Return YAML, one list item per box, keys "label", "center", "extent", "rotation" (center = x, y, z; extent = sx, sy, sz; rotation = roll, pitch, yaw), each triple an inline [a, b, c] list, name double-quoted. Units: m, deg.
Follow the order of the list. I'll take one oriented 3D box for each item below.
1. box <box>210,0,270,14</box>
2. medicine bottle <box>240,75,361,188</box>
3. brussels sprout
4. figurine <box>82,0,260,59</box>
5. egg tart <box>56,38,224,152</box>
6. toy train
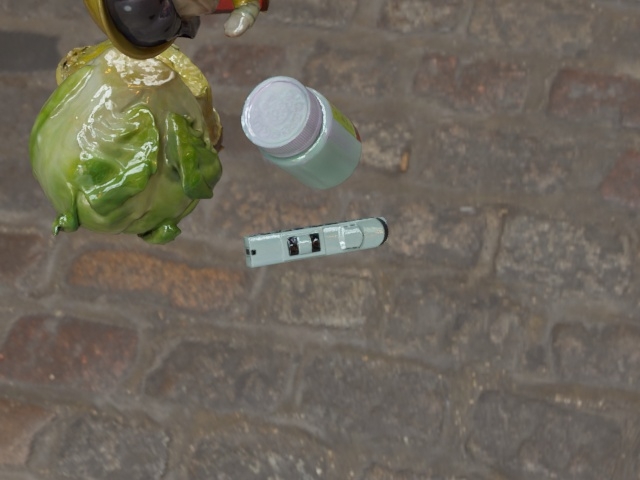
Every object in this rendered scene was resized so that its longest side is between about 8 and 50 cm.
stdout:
- label: "box"
  center: [-0.206, -0.435, 1.694]
  extent: [0.240, 0.074, 0.153]
  rotation: [-4, 60, -10]
- label: "medicine bottle"
  center: [-0.029, -0.176, 1.767]
  extent: [0.139, 0.225, 0.139]
  rotation: [-5, 76, 22]
- label: "brussels sprout"
  center: [-0.280, -0.121, 1.533]
  extent: [0.259, 0.294, 0.227]
  rotation: [-12, 36, -33]
- label: "figurine"
  center: [-0.162, -0.324, 1.279]
  extent: [0.257, 0.192, 0.167]
  rotation: [-12, 39, 8]
- label: "egg tart"
  center: [-0.318, -0.285, 2.012]
  extent: [0.132, 0.345, 0.345]
  rotation: [-54, 53, 28]
- label: "toy train"
  center: [0.000, 0.000, 1.442]
  extent: [0.207, 0.047, 0.043]
  rotation: [-9, 96, -19]
